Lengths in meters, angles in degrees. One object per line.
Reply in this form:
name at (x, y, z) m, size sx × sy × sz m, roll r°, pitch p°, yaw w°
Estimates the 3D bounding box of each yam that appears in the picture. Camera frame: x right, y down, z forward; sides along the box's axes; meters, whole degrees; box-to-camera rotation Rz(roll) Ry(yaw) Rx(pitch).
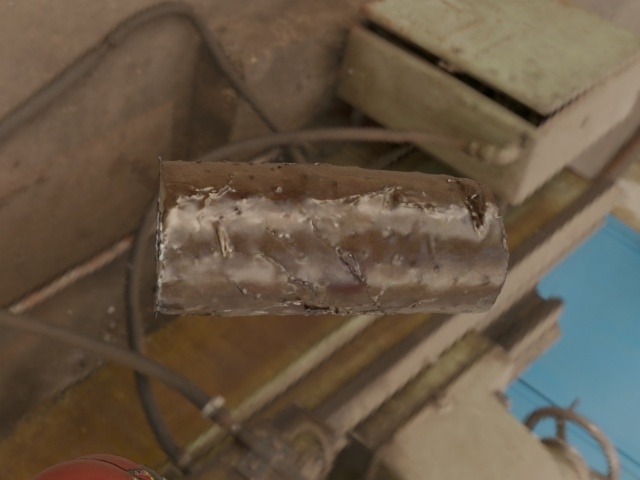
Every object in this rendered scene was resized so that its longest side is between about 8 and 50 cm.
yam at (0.000, -0.001, 0.913) m, size 0.279 × 0.131 × 0.131 m, roll 1°, pitch 130°, yaw -19°

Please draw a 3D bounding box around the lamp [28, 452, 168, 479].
lamp at (-0.186, 0.300, 1.066) m, size 0.227 × 0.227 × 0.227 m, roll -42°, pitch 153°, yaw -27°
